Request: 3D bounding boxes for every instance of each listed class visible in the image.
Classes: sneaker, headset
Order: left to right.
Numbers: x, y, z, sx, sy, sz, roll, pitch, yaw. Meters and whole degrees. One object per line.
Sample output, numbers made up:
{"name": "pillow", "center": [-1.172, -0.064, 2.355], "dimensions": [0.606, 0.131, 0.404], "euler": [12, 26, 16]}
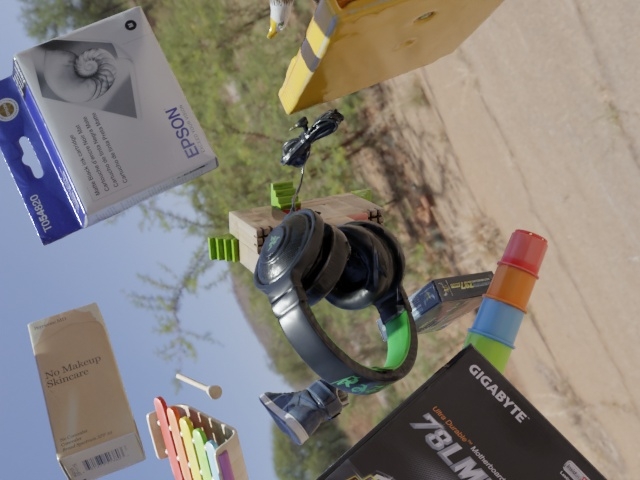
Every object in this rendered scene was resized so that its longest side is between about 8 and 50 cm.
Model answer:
{"name": "sneaker", "center": [-0.031, 0.342, 1.697], "dimensions": [0.086, 0.163, 0.226], "euler": [57, 162, -21]}
{"name": "headset", "center": [0.029, 0.013, 1.097], "dimensions": [0.243, 0.185, 0.394], "euler": [10, -130, -47]}

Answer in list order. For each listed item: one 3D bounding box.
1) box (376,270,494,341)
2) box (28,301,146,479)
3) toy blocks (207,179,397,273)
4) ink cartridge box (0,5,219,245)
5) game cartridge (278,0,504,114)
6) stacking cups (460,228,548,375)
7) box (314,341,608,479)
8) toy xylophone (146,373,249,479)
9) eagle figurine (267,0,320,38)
{"name": "box", "center": [0.263, 0.149, 1.766], "dimensions": [0.232, 0.183, 0.059], "euler": [-44, 58, 48]}
{"name": "box", "center": [-0.449, 0.286, 1.498], "dimensions": [0.121, 0.148, 0.311], "euler": [90, 155, -50]}
{"name": "toy blocks", "center": [0.000, 0.000, 1.567], "dimensions": [0.261, 0.381, 0.191], "euler": [31, 127, 57]}
{"name": "ink cartridge box", "center": [-0.266, -0.138, 0.916], "dimensions": [0.223, 0.224, 0.045], "euler": [61, 171, 12]}
{"name": "game cartridge", "center": [0.101, -0.277, 1.022], "dimensions": [0.053, 0.285, 0.323], "euler": [67, 165, 3]}
{"name": "stacking cups", "center": [0.288, 0.133, 1.303], "dimensions": [0.096, 0.316, 0.096], "euler": [20, 174, 2]}
{"name": "box", "center": [0.181, 0.328, 0.960], "dimensions": [0.295, 0.293, 0.073], "euler": [47, 164, 19]}
{"name": "toy xylophone", "center": [-0.261, 0.407, 1.644], "dimensions": [0.322, 0.081, 0.236], "euler": [-6, 102, 54]}
{"name": "eagle figurine", "center": [-0.019, -0.414, 1.232], "dimensions": [0.225, 0.298, 0.226], "euler": [-47, 43, 50]}
